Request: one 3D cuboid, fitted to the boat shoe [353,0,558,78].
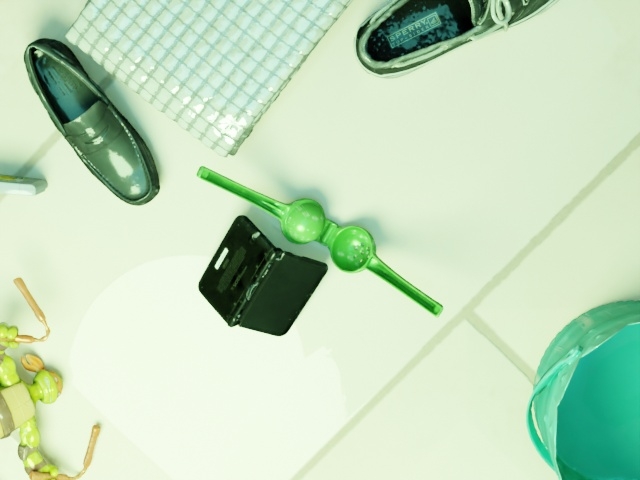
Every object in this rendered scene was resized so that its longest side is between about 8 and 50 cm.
[{"bbox_3d":[0.175,-0.280,1.070,0.306,0.105,0.113,-24,96,4],"label":"boat shoe"}]

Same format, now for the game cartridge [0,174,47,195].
[{"bbox_3d":[-0.369,-0.066,1.130,0.083,0.056,0.017,6,105,0],"label":"game cartridge"}]

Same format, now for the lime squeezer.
[{"bbox_3d":[0.000,0.000,1.109,0.310,0.110,0.059,31,114,2],"label":"lime squeezer"}]

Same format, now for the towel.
[{"bbox_3d":[-0.107,-0.268,1.073,0.235,0.121,0.283,38,98,-2],"label":"towel"}]

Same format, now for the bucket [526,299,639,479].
[{"bbox_3d":[0.374,0.201,1.088,0.281,0.183,0.281,0,96,1],"label":"bucket"}]

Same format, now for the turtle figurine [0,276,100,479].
[{"bbox_3d":[-0.388,0.191,1.122,0.217,0.087,0.269,-25,114,-36],"label":"turtle figurine"}]

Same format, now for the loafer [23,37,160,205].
[{"bbox_3d":[-0.267,-0.133,1.109,0.076,0.078,0.223,-35,95,5],"label":"loafer"}]

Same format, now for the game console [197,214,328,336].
[{"bbox_3d":[-0.070,0.043,1.142,0.107,0.071,0.122,46,120,24],"label":"game console"}]
